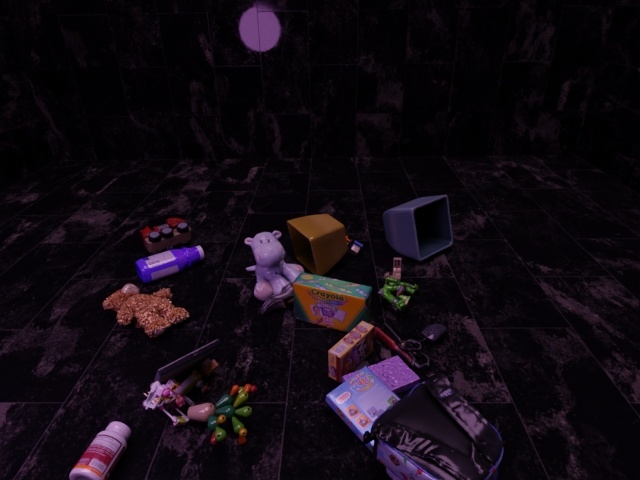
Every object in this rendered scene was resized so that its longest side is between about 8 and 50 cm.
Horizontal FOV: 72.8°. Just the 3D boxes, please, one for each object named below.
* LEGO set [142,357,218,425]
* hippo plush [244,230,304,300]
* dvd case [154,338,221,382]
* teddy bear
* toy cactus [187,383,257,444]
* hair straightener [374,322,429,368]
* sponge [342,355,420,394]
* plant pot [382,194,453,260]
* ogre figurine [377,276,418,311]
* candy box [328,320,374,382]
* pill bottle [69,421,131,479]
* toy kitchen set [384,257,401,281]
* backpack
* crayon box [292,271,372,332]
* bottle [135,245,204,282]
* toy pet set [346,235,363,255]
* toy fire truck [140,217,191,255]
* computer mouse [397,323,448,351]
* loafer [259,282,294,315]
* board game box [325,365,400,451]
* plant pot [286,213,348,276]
[{"bbox_3d":[-0.383,0.448,1.256,0.107,0.132,0.287,33,11,18],"label":"LEGO set"},{"bbox_3d":[-0.181,0.077,1.782,0.234,0.236,0.294,-9,30,-14],"label":"hippo plush"},{"bbox_3d":[-0.398,0.366,1.288,0.180,0.253,0.022,-24,77,-31],"label":"dvd case"},{"bbox_3d":[-0.652,0.247,1.622,0.245,0.113,0.338,-21,34,-36],"label":"teddy bear"},{"bbox_3d":[-0.272,0.479,1.199,0.180,0.112,0.219,-4,25,9],"label":"toy cactus"},{"bbox_3d":[0.287,0.350,1.463,0.089,0.047,0.230,-20,34,-30],"label":"hair straightener"},{"bbox_3d":[0.186,0.431,1.335,0.210,0.031,0.117,-14,31,-22],"label":"sponge"},{"bbox_3d":[0.437,-0.073,2.050,0.247,0.248,0.252,-21,19,-32],"label":"plant pot"},{"bbox_3d":[0.301,0.200,1.692,0.118,0.097,0.197,25,48,21],"label":"ogre figurine"},{"bbox_3d":[0.101,0.355,1.397,0.053,0.109,0.187,19,35,33],"label":"candy box"},{"bbox_3d":[-0.549,0.543,1.098,0.086,0.086,0.152,4,28,9],"label":"pill bottle"},{"bbox_3d":[0.308,0.124,1.849,0.068,0.075,0.083,3,25,10],"label":"toy kitchen set"},{"bbox_3d":[0.282,0.497,1.029,0.276,0.213,0.263,-29,31,-31],"label":"backpack"},{"bbox_3d":[0.042,0.227,1.574,0.278,0.165,0.081,10,30,20],"label":"crayon box"},{"bbox_3d":[-0.658,0.095,1.918,0.283,0.092,0.118,-20,35,-32],"label":"bottle"},{"bbox_3d":[0.138,0.012,2.019,0.114,0.122,0.065,30,61,3],"label":"toy pet set"},{"bbox_3d":[-0.782,-0.035,2.136,0.217,0.158,0.246,-24,46,-35],"label":"toy fire truck"},{"bbox_3d":[0.351,0.324,1.467,0.242,0.041,0.071,-11,35,-41],"label":"computer mouse"},{"bbox_3d":[-0.154,0.232,1.648,0.170,0.062,0.061,-40,61,-8],"label":"loafer"},{"bbox_3d":[0.143,0.470,1.209,0.160,0.039,0.211,-26,49,-32],"label":"board game box"},{"bbox_3d":[0.000,0.000,1.909,0.187,0.212,0.212,-27,36,-20],"label":"plant pot"}]
